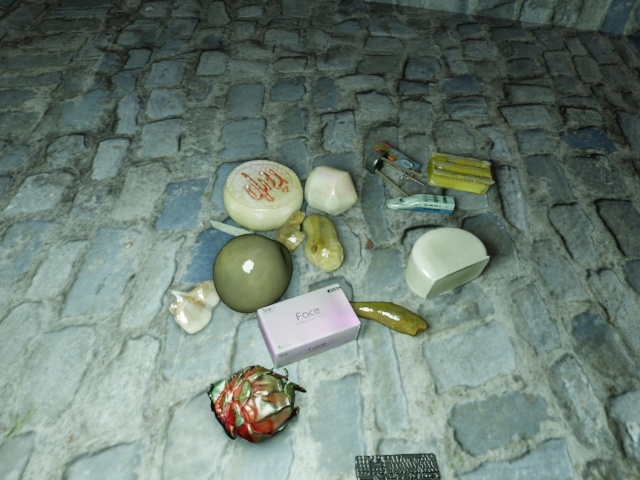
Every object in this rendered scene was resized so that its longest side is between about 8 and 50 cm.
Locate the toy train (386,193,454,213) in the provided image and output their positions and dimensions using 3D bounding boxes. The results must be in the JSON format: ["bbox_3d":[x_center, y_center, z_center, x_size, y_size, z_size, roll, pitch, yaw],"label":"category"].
[{"bbox_3d":[0.353,-0.134,1.658,0.234,0.051,0.052,6,45,-1],"label":"toy train"}]

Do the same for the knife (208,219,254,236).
[{"bbox_3d":[-0.233,-0.014,1.516,0.298,0.017,0.047,18,44,9],"label":"knife"}]

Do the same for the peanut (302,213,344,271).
[{"bbox_3d":[0.000,0.000,1.470,0.110,0.120,0.236,19,33,-36],"label":"peanut"}]

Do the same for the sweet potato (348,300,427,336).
[{"bbox_3d":[0.186,0.210,1.324,0.244,0.077,0.077,20,50,10],"label":"sweet potato"}]

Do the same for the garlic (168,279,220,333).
[{"bbox_3d":[-0.345,0.173,1.292,0.124,0.099,0.174,31,51,2],"label":"garlic"}]

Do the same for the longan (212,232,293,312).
[{"bbox_3d":[-0.185,0.085,1.286,0.215,0.246,0.245,31,50,-7],"label":"longan"}]

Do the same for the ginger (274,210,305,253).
[{"bbox_3d":[-0.084,-0.028,1.466,0.096,0.067,0.165,7,61,39],"label":"ginger"}]

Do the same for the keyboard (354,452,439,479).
[{"bbox_3d":[0.177,0.527,1.084,0.196,0.018,0.060,0,46,-6],"label":"keyboard"}]

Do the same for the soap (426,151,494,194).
[{"bbox_3d":[0.526,-0.253,1.764,0.234,0.076,0.134,9,48,1],"label":"soap"}]

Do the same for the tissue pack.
[{"bbox_3d":[-0.031,0.232,1.271,0.247,0.092,0.148,-16,54,-20],"label":"tissue pack"}]

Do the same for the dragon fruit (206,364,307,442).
[{"bbox_3d":[-0.151,0.376,1.084,0.189,0.182,0.182,-21,40,30],"label":"dragon fruit"}]

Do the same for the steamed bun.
[{"bbox_3d":[0.371,0.059,1.425,0.242,0.146,0.164,-21,57,-20],"label":"steamed bun"}]

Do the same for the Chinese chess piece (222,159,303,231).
[{"bbox_3d":[-0.194,-0.153,1.581,0.270,0.112,0.269,4,49,-4],"label":"Chinese chess piece"}]

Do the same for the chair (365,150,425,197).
[{"bbox_3d":[0.281,-0.253,1.735,0.222,0.104,0.095,34,28,16],"label":"chair"}]

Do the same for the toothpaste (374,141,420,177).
[{"bbox_3d":[0.297,-0.319,1.801,0.044,0.070,0.193,-35,61,-28],"label":"toothpaste"}]

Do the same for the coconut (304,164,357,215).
[{"bbox_3d":[0.045,-0.169,1.587,0.183,0.170,0.170,20,50,15],"label":"coconut"}]
